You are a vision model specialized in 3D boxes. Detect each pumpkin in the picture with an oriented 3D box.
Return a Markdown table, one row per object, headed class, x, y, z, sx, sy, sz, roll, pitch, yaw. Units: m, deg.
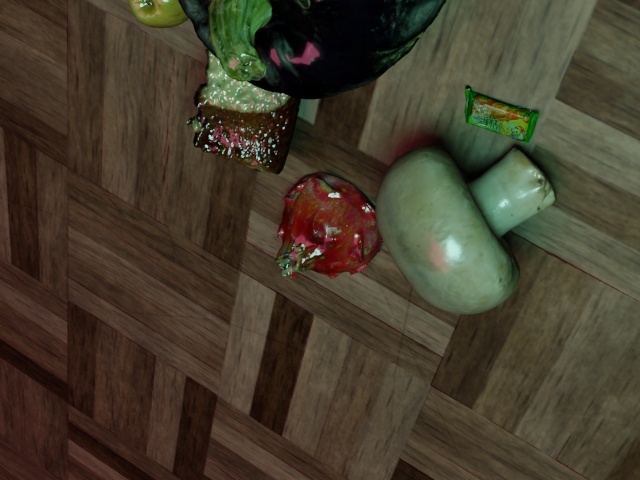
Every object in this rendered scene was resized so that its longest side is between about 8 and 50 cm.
| class | x | y | z | sx | sy | sz | roll | pitch | yaw |
| --- | --- | --- | --- | --- | --- | --- | --- | --- | --- |
| pumpkin | -0.037 | -0.269 | 1.039 | 0.295 | 0.296 | 0.296 | 22 | 135 | 23 |

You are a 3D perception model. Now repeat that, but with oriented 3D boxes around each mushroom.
| class | x | y | z | sx | sy | sz | roll | pitch | yaw |
| --- | --- | --- | --- | --- | --- | --- | --- | --- | --- |
| mushroom | 0.168 | -0.025 | 1.180 | 0.204 | 0.204 | 0.204 | 22 | 135 | 23 |

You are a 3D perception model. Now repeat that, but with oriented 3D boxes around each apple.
| class | x | y | z | sx | sy | sz | roll | pitch | yaw |
| --- | --- | --- | --- | --- | --- | --- | --- | --- | --- |
| apple | -0.193 | -0.298 | 1.292 | 0.084 | 0.071 | 0.084 | 20 | 135 | 22 |

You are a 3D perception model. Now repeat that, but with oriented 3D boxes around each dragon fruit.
| class | x | y | z | sx | sy | sz | roll | pitch | yaw |
| --- | --- | --- | --- | --- | --- | --- | --- | --- | --- |
| dragon fruit | 0.000 | 0.000 | 1.371 | 0.153 | 0.111 | 0.153 | 20 | 138 | 20 |

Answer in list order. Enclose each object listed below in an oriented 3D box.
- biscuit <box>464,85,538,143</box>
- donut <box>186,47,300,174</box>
| class | x | y | z | sx | sy | sz | roll | pitch | yaw |
| --- | --- | --- | --- | --- | --- | --- | --- | --- | --- |
| biscuit | 0.197 | -0.136 | 1.164 | 0.089 | 0.016 | 0.046 | 22 | 136 | 22 |
| donut | -0.085 | -0.175 | 1.290 | 0.126 | 0.144 | 0.187 | 24 | 106 | 12 |
